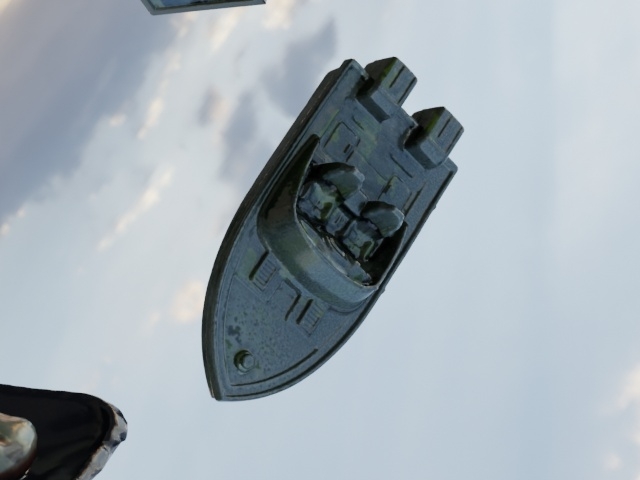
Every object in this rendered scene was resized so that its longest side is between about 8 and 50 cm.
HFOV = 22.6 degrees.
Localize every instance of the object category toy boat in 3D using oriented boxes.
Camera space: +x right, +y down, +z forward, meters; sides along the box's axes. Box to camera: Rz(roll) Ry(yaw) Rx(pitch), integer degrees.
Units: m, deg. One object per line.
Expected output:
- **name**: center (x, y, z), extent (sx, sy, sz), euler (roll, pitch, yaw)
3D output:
- **toy boat**: center (0.000, 0.000, 1.285), extent (0.092, 0.141, 0.319), euler (-7, -135, 56)

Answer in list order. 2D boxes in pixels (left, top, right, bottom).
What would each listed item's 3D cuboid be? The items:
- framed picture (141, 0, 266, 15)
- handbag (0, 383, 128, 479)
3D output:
- **framed picture**: center (-0.119, -0.232, 1.284), extent (0.109, 0.149, 0.011), euler (-3, -119, 22)
- **handbag**: center (-0.273, 0.129, 0.688), extent (0.303, 0.329, 0.122), euler (-47, 149, -72)
